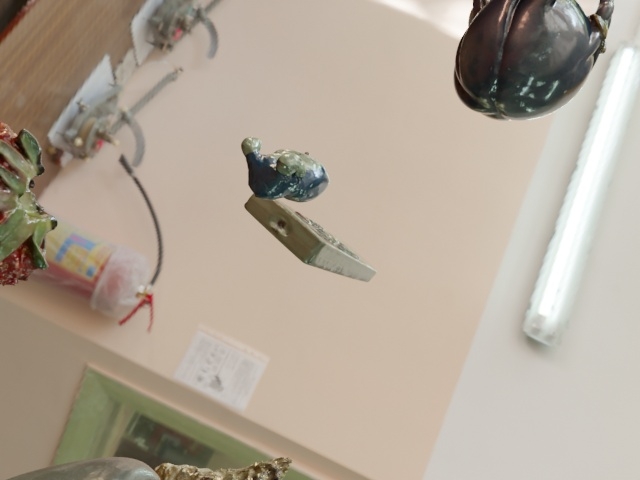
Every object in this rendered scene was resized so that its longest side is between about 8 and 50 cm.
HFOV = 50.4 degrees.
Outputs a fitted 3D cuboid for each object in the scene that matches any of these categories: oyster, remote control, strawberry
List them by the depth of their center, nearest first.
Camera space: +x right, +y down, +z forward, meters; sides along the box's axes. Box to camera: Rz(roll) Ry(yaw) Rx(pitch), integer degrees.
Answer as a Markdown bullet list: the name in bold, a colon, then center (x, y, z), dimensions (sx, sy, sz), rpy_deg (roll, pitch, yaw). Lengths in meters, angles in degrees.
- **oyster**: center (-0.126, 0.312, 0.864), dimensions (0.200, 0.061, 0.106), rpy_deg (-21, -154, 7)
- **strawberry**: center (-0.510, -0.044, 0.892), dimensions (0.137, 0.307, 0.233), rpy_deg (-54, 144, -61)
- **remote control**: center (0.000, 0.000, 0.943), dimensions (0.038, 0.123, 0.285), rpy_deg (-51, 158, 6)

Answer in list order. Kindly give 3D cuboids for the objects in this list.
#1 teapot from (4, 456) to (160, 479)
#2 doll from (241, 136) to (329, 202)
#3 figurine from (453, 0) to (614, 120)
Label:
- **teapot**: center (-0.314, 0.325, 0.620), dimensions (0.305, 0.285, 0.223), rpy_deg (23, 64, -81)
- **doll**: center (-0.034, -0.064, 0.623), dimensions (0.083, 0.076, 0.050), rpy_deg (-1, 116, -53)
- **figurine**: center (0.255, -0.280, 0.846), dimensions (0.197, 0.175, 0.264), rpy_deg (13, -90, 52)
